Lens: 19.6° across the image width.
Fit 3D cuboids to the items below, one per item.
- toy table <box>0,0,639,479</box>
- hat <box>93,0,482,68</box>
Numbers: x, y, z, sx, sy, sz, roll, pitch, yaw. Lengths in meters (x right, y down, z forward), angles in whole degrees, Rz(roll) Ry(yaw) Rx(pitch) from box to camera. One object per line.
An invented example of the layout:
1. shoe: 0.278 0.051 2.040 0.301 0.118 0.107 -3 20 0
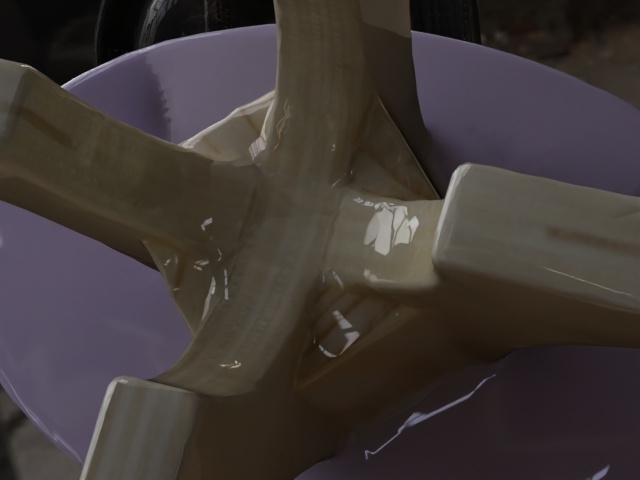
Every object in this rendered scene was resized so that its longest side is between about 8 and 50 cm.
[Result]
1. toy table: 0.000 0.000 0.524 0.274 0.252 0.161 1 -15 15
2. hat: -0.044 -0.083 1.018 0.134 0.331 0.331 -16 22 -34
